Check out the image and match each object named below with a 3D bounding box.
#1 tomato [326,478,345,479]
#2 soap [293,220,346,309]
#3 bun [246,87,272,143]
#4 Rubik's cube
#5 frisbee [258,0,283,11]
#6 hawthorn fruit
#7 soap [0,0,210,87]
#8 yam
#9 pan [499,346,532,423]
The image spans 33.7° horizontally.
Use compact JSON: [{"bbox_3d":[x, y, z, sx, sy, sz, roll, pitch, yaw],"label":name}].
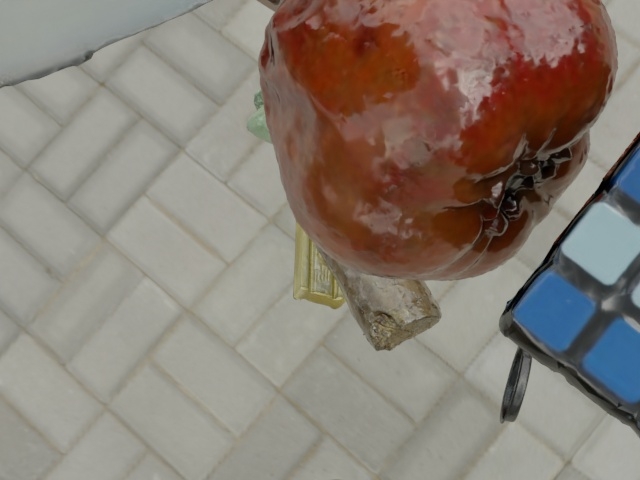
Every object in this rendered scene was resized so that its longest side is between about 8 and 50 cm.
[{"bbox_3d":[0.037,0.479,1.734,0.187,0.187,0.151,12,47,14],"label":"tomato"},{"bbox_3d":[0.000,0.000,1.897,0.092,0.037,0.252,15,55,-22],"label":"soap"},{"bbox_3d":[-0.050,-0.256,2.097,0.204,0.126,0.212,-10,34,45],"label":"bun"},{"bbox_3d":[0.211,0.020,0.492,0.184,0.187,0.182,40,98,11],"label":"Rubik's cube"},{"bbox_3d":[-0.044,-0.387,1.741,0.251,0.251,0.021,29,91,17],"label":"frisbee"},{"bbox_3d":[0.045,-0.101,0.633,0.207,0.207,0.243,-43,59,-4],"label":"hawthorn fruit"},{"bbox_3d":[-0.127,-0.178,0.511,0.258,0.302,0.159,-19,110,12],"label":"soap"},{"bbox_3d":[0.089,0.053,1.622,0.129,0.128,0.238,-27,62,-6],"label":"yam"},{"bbox_3d":[0.315,0.177,1.647,0.028,0.136,0.235,11,107,7],"label":"pan"}]
